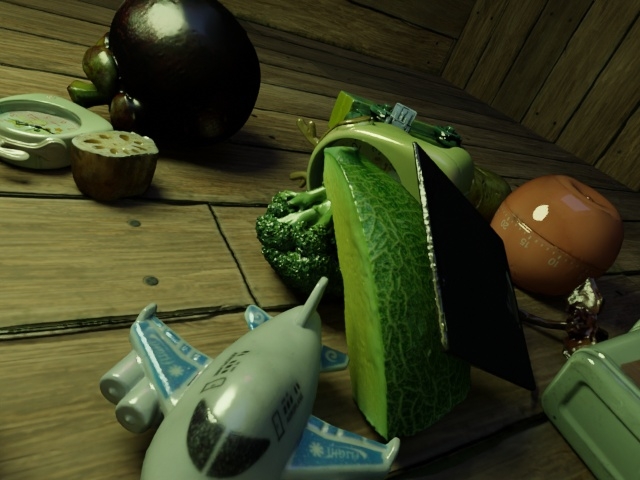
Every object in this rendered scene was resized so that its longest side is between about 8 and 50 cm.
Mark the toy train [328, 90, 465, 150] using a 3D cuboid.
[{"bbox_3d":[0.222,-0.295,1.263,0.369,0.150,0.237,13,26,-19],"label":"toy train"}]

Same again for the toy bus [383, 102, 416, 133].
[{"bbox_3d":[0.159,-0.228,1.073,0.064,0.190,0.075,27,0,-2],"label":"toy bus"}]

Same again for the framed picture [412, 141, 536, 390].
[{"bbox_3d":[0.206,0.050,0.578,0.324,0.013,0.243,32,49,-46],"label":"framed picture"}]

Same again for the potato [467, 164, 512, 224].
[{"bbox_3d":[0.331,-0.100,1.028,0.298,0.141,0.176,2,49,-43],"label":"potato"}]

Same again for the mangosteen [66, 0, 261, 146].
[{"bbox_3d":[-0.262,-0.303,0.833,0.297,0.296,0.313,26,58,6],"label":"mangosteen"}]

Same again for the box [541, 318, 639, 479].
[{"bbox_3d":[0.427,0.248,0.524,0.183,0.175,0.311,-4,39,-23],"label":"box"}]

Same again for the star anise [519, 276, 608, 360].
[{"bbox_3d":[0.405,0.152,0.769,0.158,0.144,0.140,-27,100,-44],"label":"star anise"}]

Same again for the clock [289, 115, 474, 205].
[{"bbox_3d":[0.077,-0.091,0.746,0.308,0.234,0.096,34,43,24],"label":"clock"}]

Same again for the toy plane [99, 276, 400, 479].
[{"bbox_3d":[-0.057,0.141,0.409,0.267,0.122,0.266,15,34,-10],"label":"toy plane"}]

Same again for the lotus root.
[{"bbox_3d":[-0.315,-0.120,0.688,0.112,0.081,0.122,34,33,22],"label":"lotus root"}]

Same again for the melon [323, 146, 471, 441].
[{"bbox_3d":[0.080,0.033,0.521,0.196,0.124,0.323,-11,87,-52],"label":"melon"}]

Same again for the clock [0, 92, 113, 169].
[{"bbox_3d":[-0.439,-0.166,0.698,0.152,0.062,0.191,28,31,8],"label":"clock"}]

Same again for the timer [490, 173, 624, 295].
[{"bbox_3d":[0.456,-0.008,0.891,0.230,0.214,0.229,20,35,-14],"label":"timer"}]

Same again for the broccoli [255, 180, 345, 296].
[{"bbox_3d":[0.000,0.000,0.645,0.195,0.156,0.195,41,2,-2],"label":"broccoli"}]
